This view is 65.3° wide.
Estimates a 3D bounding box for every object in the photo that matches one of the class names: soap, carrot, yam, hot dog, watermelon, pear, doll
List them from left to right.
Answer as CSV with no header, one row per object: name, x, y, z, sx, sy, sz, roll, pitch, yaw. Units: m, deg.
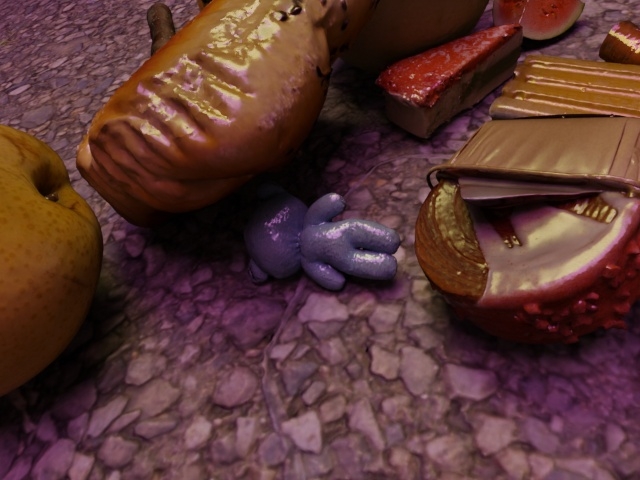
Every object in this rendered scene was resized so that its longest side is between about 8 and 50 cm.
pear,-0.381,0.022,0.495,0.315,0.314,0.314,-8,47,9
yam,-0.334,-0.433,1.057,0.061,0.061,0.252,-19,47,-2
hot dog,-0.118,-0.173,0.616,0.367,0.196,0.365,-19,30,49
doll,0.000,0.000,0.562,0.180,0.075,0.120,8,91,11
watermelon,0.348,-0.377,0.790,0.136,0.094,0.125,-6,41,6
soap,0.340,-0.153,0.600,0.232,0.073,0.140,21,59,30
carrot,0.457,-0.208,0.642,0.057,0.057,0.224,-23,52,-6

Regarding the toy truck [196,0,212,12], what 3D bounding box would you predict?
toy truck,-0.049,-0.467,0.962,0.339,0.132,0.184,-4,36,16

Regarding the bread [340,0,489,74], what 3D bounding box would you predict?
bread,0.112,-0.410,0.749,0.321,0.237,0.320,3,67,-7

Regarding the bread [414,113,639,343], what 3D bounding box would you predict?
bread,0.189,-0.017,0.455,0.224,0.142,0.211,13,63,48

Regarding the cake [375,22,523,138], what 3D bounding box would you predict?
cake,0.175,-0.238,0.715,0.220,0.086,0.117,-41,53,-20
